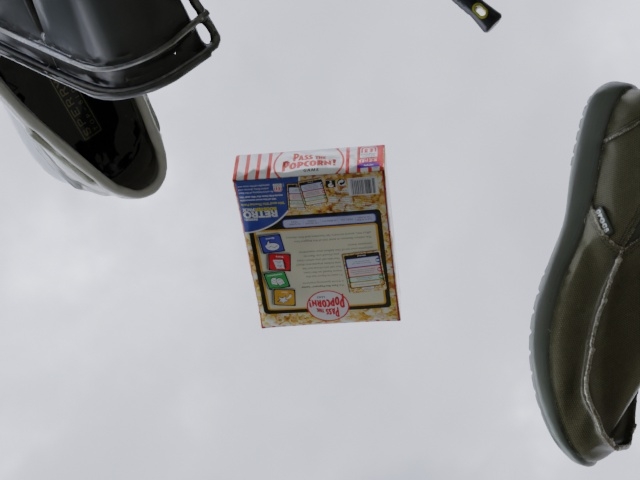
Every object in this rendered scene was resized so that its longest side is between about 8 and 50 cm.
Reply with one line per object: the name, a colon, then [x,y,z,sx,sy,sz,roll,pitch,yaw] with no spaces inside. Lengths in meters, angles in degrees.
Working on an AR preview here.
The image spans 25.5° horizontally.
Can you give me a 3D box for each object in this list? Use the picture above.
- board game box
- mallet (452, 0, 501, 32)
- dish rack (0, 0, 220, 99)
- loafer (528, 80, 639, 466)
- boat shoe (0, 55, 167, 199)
board game box: [0.000,0.000,1.402,0.147,0.045,0.193,-3,-51,6]
mallet: [0.070,-0.235,1.075,0.190,0.039,0.062,37,-85,8]
dish rack: [-0.043,-0.179,0.575,0.271,0.208,0.074,-40,-49,-21]
loafer: [0.196,0.019,0.890,0.094,0.087,0.251,22,-105,-54]
boat shoe: [-0.169,-0.128,0.778,0.096,0.088,0.267,-38,-58,-19]
